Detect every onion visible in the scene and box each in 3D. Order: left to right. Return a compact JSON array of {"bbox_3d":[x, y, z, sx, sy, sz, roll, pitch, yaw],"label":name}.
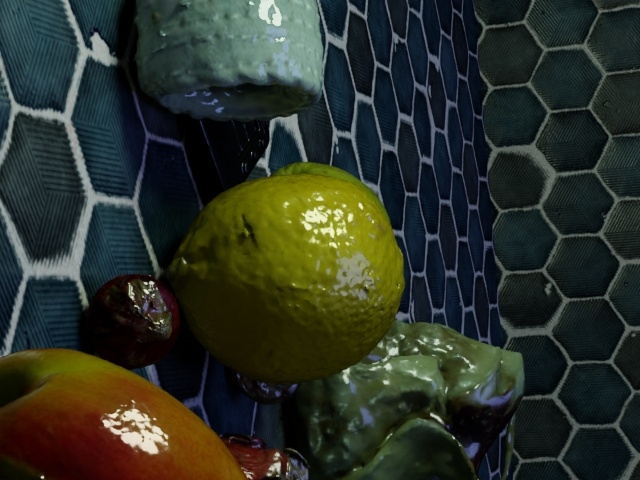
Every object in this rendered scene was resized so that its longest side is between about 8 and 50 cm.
[{"bbox_3d":[-0.206,0.087,1.513,0.107,0.097,0.107,-4,98,-29],"label":"onion"}]

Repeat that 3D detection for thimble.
[{"bbox_3d":[-0.113,-0.247,1.692,0.250,0.205,0.172,3,79,-35],"label":"thimble"}]

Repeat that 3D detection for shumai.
[{"bbox_3d":[-0.079,0.163,1.907,0.123,0.105,0.139,22,40,-20],"label":"shumai"},{"bbox_3d":[0.150,0.257,2.145,0.395,0.348,0.395,-10,90,-72],"label":"shumai"}]

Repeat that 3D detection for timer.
[{"bbox_3d":[-0.130,-0.154,1.871,0.187,0.055,0.144,-61,140,-53],"label":"timer"}]

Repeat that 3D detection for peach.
[{"bbox_3d":[-0.175,0.270,1.237,0.242,0.306,0.380,-54,131,-54],"label":"peach"}]

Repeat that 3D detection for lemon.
[{"bbox_3d":[-0.043,0.048,1.724,0.321,0.268,0.268,-14,100,-31],"label":"lemon"}]

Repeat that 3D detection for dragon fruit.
[{"bbox_3d":[-0.078,0.321,1.669,0.224,0.148,0.218,12,59,-73],"label":"dragon fruit"}]

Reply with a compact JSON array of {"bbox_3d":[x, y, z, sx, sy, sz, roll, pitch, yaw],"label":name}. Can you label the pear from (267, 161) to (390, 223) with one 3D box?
[{"bbox_3d":[0.000,0.000,1.970,0.269,0.212,0.212,70,23,-45],"label":"pear"}]
